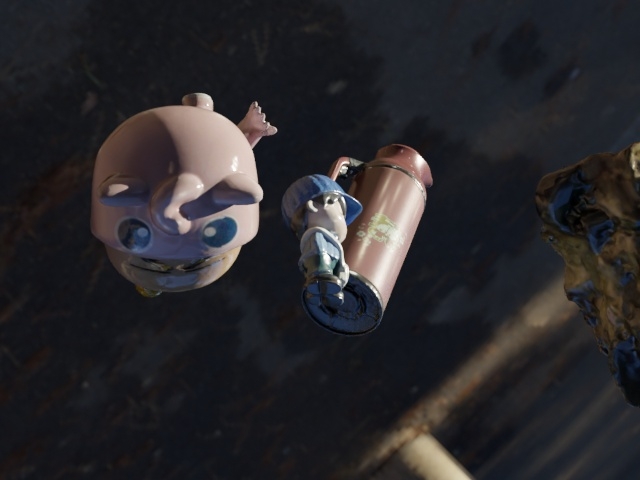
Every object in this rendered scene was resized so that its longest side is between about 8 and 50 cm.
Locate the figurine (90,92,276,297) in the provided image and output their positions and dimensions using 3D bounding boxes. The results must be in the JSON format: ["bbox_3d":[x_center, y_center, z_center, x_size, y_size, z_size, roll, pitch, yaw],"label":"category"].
[{"bbox_3d":[-0.130,-0.042,1.266,0.176,0.287,0.186,-9,107,-14],"label":"figurine"}]

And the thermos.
[{"bbox_3d":[0.061,-0.023,1.869,0.330,0.136,0.109,-65,165,-47],"label":"thermos"}]

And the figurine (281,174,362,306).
[{"bbox_3d":[0.000,0.000,1.482,0.087,0.149,0.086,-3,146,8],"label":"figurine"}]

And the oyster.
[{"bbox_3d":[0.337,0.080,1.342,0.096,0.221,0.361,-33,111,-57],"label":"oyster"}]
